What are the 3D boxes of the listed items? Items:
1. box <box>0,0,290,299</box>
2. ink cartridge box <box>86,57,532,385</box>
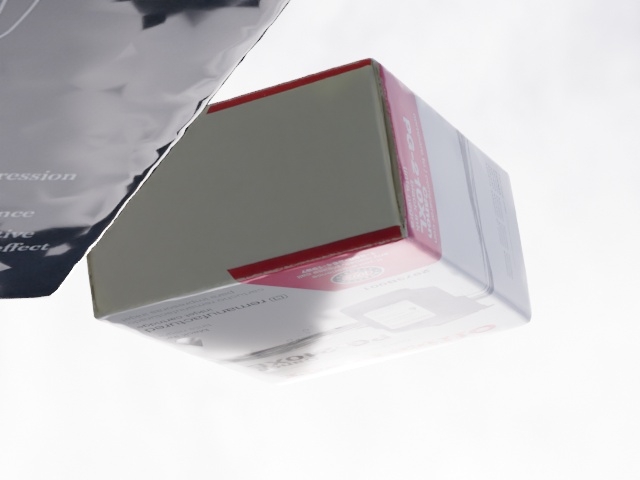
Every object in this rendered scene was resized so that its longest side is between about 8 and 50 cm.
[{"bbox_3d":[-0.174,-0.148,0.585,0.395,0.294,0.212,-43,-127,52],"label":"box"},{"bbox_3d":[0.000,0.000,0.995,0.172,0.237,0.100,-15,-107,18],"label":"ink cartridge box"}]
